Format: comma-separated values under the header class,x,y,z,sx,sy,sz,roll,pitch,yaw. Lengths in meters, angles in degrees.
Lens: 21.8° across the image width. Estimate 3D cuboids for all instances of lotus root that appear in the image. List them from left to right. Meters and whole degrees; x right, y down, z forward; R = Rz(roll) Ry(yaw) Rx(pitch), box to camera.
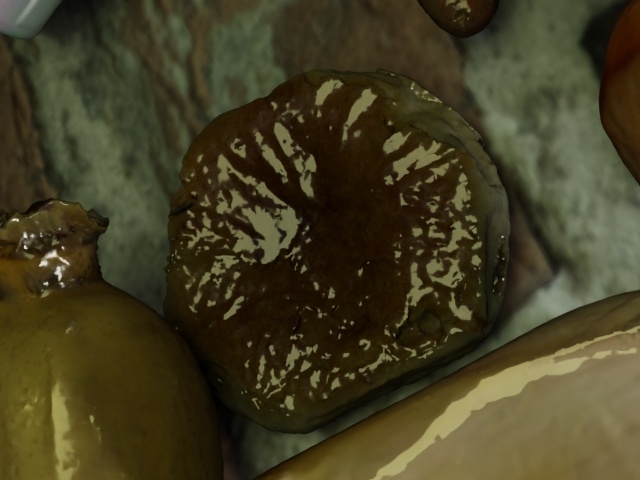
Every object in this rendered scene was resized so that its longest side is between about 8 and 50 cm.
class,x,y,z,sx,sy,sz,roll,pitch,yaw
lotus root,-0.118,0.132,0.827,0.146,0.131,0.303,-4,88,29

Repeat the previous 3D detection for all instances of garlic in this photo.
class,x,y,z,sx,sy,sz,roll,pitch,yaw
garlic,0.084,0.101,0.724,0.245,0.164,0.145,-31,52,11

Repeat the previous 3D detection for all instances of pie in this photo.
class,x,y,z,sx,sy,sz,roll,pitch,yaw
pie,0.000,0.000,0.844,0.195,0.046,0.195,-5,78,25

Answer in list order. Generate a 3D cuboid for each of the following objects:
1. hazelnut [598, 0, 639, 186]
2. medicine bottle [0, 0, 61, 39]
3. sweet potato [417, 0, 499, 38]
class,x,y,z,sx,sy,sz,roll,pitch,yaw
hazelnut,0.215,-0.056,0.695,0.182,0.182,0.182,-5,79,24
medicine bottle,-0.161,-0.210,0.909,0.135,0.135,0.168,41,100,25
sweet potato,0.047,-0.194,0.856,0.050,0.050,0.214,-26,68,19
